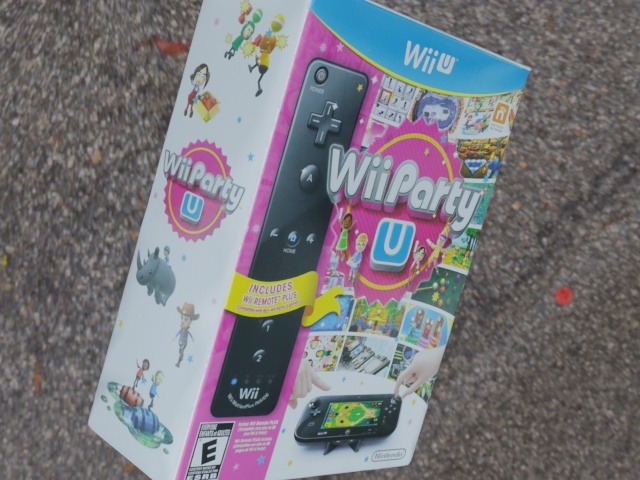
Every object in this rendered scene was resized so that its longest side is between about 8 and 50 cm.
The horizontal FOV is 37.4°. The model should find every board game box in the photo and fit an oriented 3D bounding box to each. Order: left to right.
[{"bbox_3d":[0.000,0.000,0.627,0.224,0.097,0.304,7,101,-46],"label":"board game box"}]
